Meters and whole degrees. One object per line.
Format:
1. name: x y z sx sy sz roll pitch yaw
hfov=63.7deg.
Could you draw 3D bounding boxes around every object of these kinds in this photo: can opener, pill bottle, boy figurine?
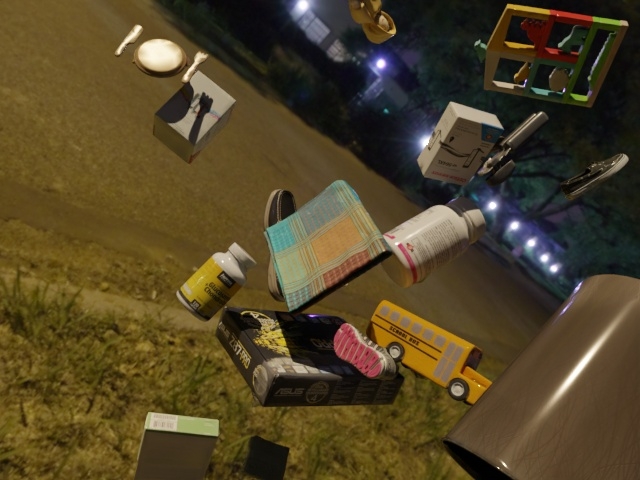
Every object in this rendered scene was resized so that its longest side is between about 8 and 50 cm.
1. can opener: 0.628 -0.290 1.664 0.095 0.283 0.076 49 -2 -8
2. pill bottle: -0.241 0.095 1.218 0.103 0.184 0.103 44 -4 4
3. boy figurine: 0.124 -0.670 1.416 0.285 0.092 0.177 60 40 -35
4. pill bottle: 0.310 -0.001 1.446 0.160 0.283 0.160 55 -15 22

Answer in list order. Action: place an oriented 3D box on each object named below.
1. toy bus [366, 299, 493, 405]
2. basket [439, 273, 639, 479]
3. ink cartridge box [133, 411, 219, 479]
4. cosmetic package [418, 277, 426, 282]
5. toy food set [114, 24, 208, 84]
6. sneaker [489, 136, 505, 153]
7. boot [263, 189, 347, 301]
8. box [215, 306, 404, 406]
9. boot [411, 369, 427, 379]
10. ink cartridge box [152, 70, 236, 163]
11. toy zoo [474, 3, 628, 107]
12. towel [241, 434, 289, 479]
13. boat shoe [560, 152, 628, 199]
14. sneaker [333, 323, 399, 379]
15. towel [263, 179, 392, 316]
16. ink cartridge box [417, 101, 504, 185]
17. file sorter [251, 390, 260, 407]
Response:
1. toy bus: 0.271 0.276 1.255 0.332 0.130 0.108 25 -6 39
2. basket: 0.254 0.156 0.486 0.204 0.227 0.154 41 -18 -6
3. ink cartridge box: -0.355 0.528 1.249 0.171 0.235 0.056 12 26 -17
4. cosmetic package: 0.429 0.058 2.236 0.129 0.296 0.153 -3 60 -20
5. toy food set: -0.385 -0.439 1.252 0.192 0.132 0.038 23 -29 -1
6. sneaker: 0.521 -0.309 1.694 0.188 0.066 0.071 -9 13 -29
7. boot: -0.041 -0.003 1.649 0.138 0.284 0.377 16 68 -48
8. box: -0.032 0.294 1.318 0.395 0.097 0.318 12 17 -35
9. boot: 0.291 0.392 1.802 0.269 0.089 0.236 50 -11 52
10. ink cartridge box: -0.327 -0.319 1.341 0.127 0.176 0.128 39 -23 -6
11. toy zoo: 0.495 -0.416 1.162 0.293 0.192 0.030 14 44 10
12. towel: -0.152 0.618 1.445 0.148 0.027 0.110 34 55 -32
13. boat shoe: 0.565 -0.139 1.067 0.040 0.142 0.049 53 9 -7
14. sneaker: 0.087 0.213 0.967 0.075 0.063 0.170 28 0 -31
15. towel: 0.000 0.000 1.261 0.040 0.271 0.370 53 7 -32
16. ink cartridge box: 0.385 -0.263 1.438 0.148 0.203 0.086 10 41 -17
17. file sorter: -0.082 0.403 1.654 0.277 0.193 0.173 -8 72 -29
